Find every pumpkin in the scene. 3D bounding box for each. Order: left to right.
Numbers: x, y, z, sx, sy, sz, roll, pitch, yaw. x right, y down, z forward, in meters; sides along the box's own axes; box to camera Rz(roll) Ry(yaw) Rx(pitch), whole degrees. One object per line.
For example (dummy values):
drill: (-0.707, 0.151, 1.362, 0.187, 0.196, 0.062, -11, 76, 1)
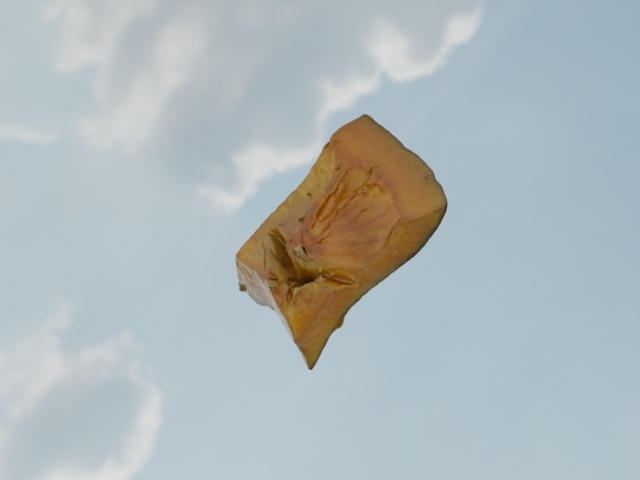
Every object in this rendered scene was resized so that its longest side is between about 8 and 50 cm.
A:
pumpkin: (0.000, -0.002, 0.753, 0.101, 0.035, 0.073, -52, -143, 16)
